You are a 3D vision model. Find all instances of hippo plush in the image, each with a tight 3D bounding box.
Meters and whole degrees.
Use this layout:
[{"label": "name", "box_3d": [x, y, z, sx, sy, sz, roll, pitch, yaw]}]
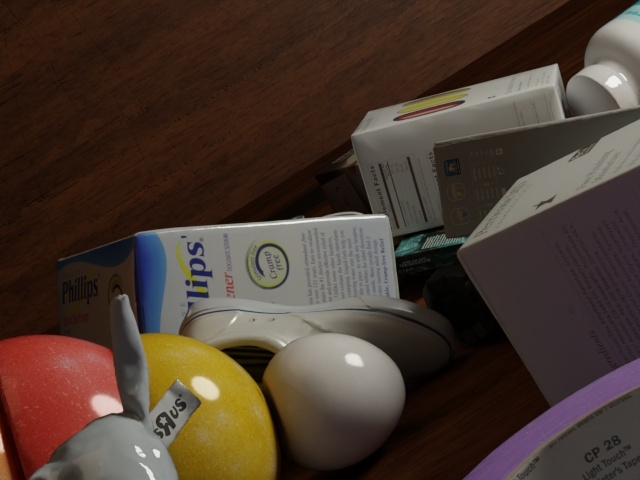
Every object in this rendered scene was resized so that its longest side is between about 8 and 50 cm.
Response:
[{"label": "hippo plush", "box_3d": [-0.094, 0.241, 0.990, 0.236, 0.234, 0.294, 17, 58, 37]}]

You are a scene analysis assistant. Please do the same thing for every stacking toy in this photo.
[{"label": "stacking toy", "box_3d": [-0.156, 0.193, 1.248, 0.479, 0.351, 0.350, -15, 5, -13]}]

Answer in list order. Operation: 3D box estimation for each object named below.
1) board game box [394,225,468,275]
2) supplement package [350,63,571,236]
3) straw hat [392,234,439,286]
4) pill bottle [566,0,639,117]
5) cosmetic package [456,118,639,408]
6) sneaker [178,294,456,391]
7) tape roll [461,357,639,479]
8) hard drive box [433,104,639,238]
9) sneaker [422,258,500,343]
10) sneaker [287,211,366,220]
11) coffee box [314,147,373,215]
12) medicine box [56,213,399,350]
[{"label": "board game box", "box_3d": [0.161, -0.010, 1.767, 0.126, 0.026, 0.186, -12, 15, 19]}, {"label": "supplement package", "box_3d": [0.177, -0.106, 1.782, 0.244, 0.134, 0.139, -13, 14, 14]}, {"label": "straw hat", "box_3d": [0.072, 0.031, 1.801, 0.144, 0.144, 0.061, -53, -18, -66]}, {"label": "pill bottle", "box_3d": [0.411, -0.219, 1.755, 0.264, 0.146, 0.146, -36, 10, -22]}, {"label": "cosmetic package", "box_3d": [0.232, 0.008, 1.111, 0.183, 0.151, 0.151, -26, 9, 34]}, {"label": "sneaker", "box_3d": [-0.003, 0.111, 1.383, 0.258, 0.094, 0.091, 0, 39, 1]}, {"label": "tape roll", "box_3d": [0.177, 0.147, 0.758, 0.274, 0.090, 0.275, -32, 8, 5]}, {"label": "hard drive box", "box_3d": [0.247, -0.063, 1.319, 0.232, 0.089, 0.181, -9, -1, 43]}, {"label": "sneaker", "box_3d": [0.191, 0.023, 1.345, 0.106, 0.101, 0.267, -34, 9, -25]}, {"label": "sneaker", "box_3d": [-0.002, -0.001, 2.179, 0.226, 0.086, 0.163, -29, 12, 27]}, {"label": "coffee box", "box_3d": [0.106, -0.107, 2.342, 0.141, 0.098, 0.246, -35, 9, -19]}, {"label": "medicine box", "box_3d": [-0.103, 0.067, 1.597, 0.289, 0.149, 0.263, -5, -4, -27]}]
